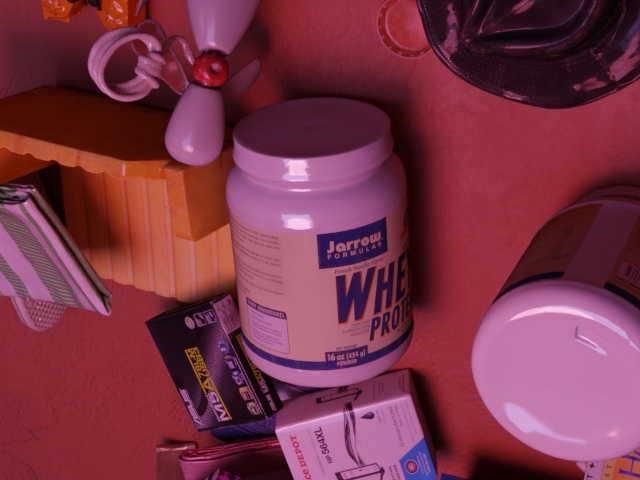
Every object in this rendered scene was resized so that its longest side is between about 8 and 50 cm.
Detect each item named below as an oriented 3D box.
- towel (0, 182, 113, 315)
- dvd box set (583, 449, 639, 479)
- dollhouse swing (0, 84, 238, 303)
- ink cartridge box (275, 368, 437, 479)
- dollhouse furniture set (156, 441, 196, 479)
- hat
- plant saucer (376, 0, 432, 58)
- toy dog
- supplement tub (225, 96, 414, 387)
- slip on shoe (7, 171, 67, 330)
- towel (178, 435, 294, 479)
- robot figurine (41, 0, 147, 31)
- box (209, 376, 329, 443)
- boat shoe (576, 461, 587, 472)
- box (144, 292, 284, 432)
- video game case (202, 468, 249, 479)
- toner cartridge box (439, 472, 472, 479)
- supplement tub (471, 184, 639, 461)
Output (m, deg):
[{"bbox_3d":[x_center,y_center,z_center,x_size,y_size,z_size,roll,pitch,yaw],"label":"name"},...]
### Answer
[{"bbox_3d":[-0.459,0.008,1.879,0.325,0.038,0.248,5,140,36],"label":"towel"},{"bbox_3d":[0.539,0.325,1.646,0.421,0.062,0.307,13,87,21],"label":"dvd box set"},{"bbox_3d":[-0.290,-0.026,1.848,0.347,0.315,0.304,15,112,19],"label":"dollhouse swing"},{"bbox_3d":[0.052,0.288,1.914,0.203,0.086,0.148,-16,111,9],"label":"ink cartridge box"},{"bbox_3d":[-0.168,0.411,2.137,0.184,0.129,0.128,-4,119,-4],"label":"dollhouse furniture set"},{"bbox_3d":[0.239,-0.270,1.472,0.331,0.134,0.331,12,122,20],"label":"hat"},{"bbox_3d":[0.111,-0.268,1.658,0.084,0.013,0.083,13,122,22],"label":"plant saucer"},{"bbox_3d":[-0.146,-0.274,1.659,0.220,0.333,0.161,35,174,-24],"label":"toy dog"},{"bbox_3d":[0.000,0.000,1.726,0.236,0.235,0.324,8,120,23],"label":"supplement tub"},{"bbox_3d":[-0.468,-0.015,2.040,0.101,0.123,0.331,8,122,42],"label":"slip on shoe"},{"bbox_3d":[-0.072,0.445,2.067,0.237,0.037,0.329,-9,119,2],"label":"towel"},{"bbox_3d":[-0.298,-0.418,1.740,0.211,0.085,0.291,18,124,17],"label":"robot figurine"},{"bbox_3d":[-0.073,0.240,2.006,0.136,0.036,0.225,25,126,-2],"label":"box"},{"bbox_3d":[0.501,0.346,1.771,0.320,0.116,0.099,26,83,21],"label":"boat shoe"},{"bbox_3d":[-0.158,0.181,1.946,0.184,0.045,0.190,-18,99,47],"label":"box"},{"bbox_3d":[-0.089,0.418,1.953,0.232,0.041,0.210,24,147,-14],"label":"video game case"},{"bbox_3d":[0.336,0.416,1.836,0.348,0.075,0.165,11,161,22],"label":"toner cartridge box"},{"bbox_3d":[0.328,0.086,1.554,0.228,0.316,0.228,12,122,21],"label":"supplement tub"}]
